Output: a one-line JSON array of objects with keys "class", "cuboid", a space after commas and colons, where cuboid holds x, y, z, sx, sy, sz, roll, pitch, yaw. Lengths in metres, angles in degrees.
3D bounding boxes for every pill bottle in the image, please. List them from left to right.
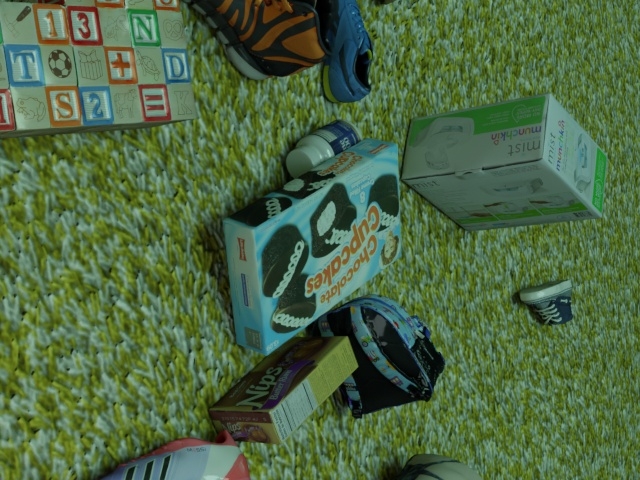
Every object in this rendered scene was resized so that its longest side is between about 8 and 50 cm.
[{"class": "pill bottle", "cuboid": [0.005, -0.127, 1.462, 0.120, 0.067, 0.067, -35, 113, -47]}]

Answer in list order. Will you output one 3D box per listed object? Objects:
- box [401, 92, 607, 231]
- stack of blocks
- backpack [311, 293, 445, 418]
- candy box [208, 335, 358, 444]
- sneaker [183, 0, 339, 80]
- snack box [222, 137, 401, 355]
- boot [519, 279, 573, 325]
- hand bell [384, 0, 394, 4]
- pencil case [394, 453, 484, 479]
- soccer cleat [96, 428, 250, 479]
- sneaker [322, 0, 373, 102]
[{"class": "box", "cuboid": [0.307, -0.119, 1.687, 0.231, 0.262, 0.127, 32, 61, -44]}, {"class": "stack of blocks", "cuboid": [-0.280, -0.204, 1.097, 0.297, 0.087, 0.171, -14, 97, -51]}, {"class": "backpack", "cuboid": [0.079, 0.153, 1.466, 0.173, 0.158, 0.117, 57, 37, -14]}, {"class": "candy box", "cuboid": [-0.046, 0.194, 1.331, 0.186, 0.109, 0.053, -37, 114, -46]}, {"class": "sneaker", "cuboid": [-0.086, -0.343, 1.281, 0.321, 0.180, 0.125, 45, 53, -39]}, {"class": "snack box", "cuboid": [0.000, 0.000, 1.394, 0.322, 0.060, 0.187, -34, 129, -43]}, {"class": "boot", "cuboid": [0.454, 0.129, 1.994, 0.190, 0.069, 0.086, -8, 89, -53]}, {"class": "hand bell", "cuboid": [0.098, -0.515, 1.617, 0.126, 0.126, 0.242, -43, 106, -45]}, {"class": "pencil case", "cuboid": [0.115, 0.478, 1.457, 0.184, 0.160, 0.410, 57, 43, -7]}, {"class": "soccer cleat", "cuboid": [-0.185, 0.277, 1.187, 0.248, 0.083, 0.095, 5, 53, -46]}, {"class": "sneaker", "cuboid": [0.049, -0.312, 1.529, 0.069, 0.082, 0.209, 8, 79, -49]}]
